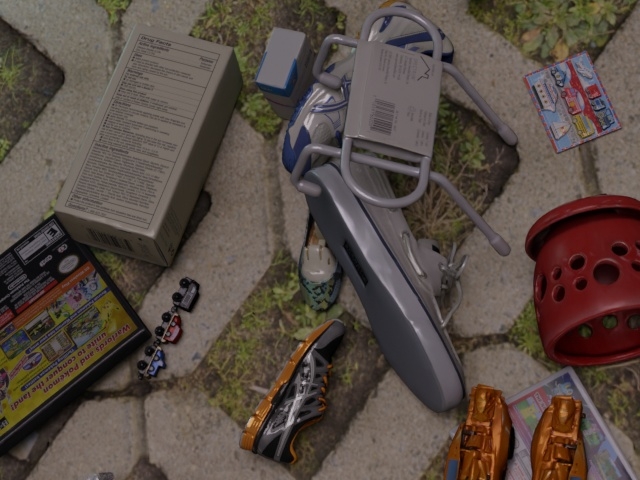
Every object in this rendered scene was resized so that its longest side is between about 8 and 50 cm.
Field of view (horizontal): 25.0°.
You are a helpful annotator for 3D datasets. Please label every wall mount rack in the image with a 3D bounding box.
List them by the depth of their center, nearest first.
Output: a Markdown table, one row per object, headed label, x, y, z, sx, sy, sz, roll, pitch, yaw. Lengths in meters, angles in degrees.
| label | x | y | z | sx | sy | sz | roll | pitch | yaw |
| --- | --- | --- | --- | --- | --- | --- | --- | --- | --- |
| wall mount rack | 0.128 | -0.133 | 1.877 | 0.304 | 0.130 | 0.350 | 15 | 52 | -6 |

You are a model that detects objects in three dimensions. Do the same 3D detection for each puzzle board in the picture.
| label | x | y | z | sx | sy | sz | roll | pitch | yaw |
| --- | --- | --- | --- | --- | --- | --- | --- | --- | --- |
| puzzle board | 0.349 | -0.194 | 2.003 | 0.096 | 0.011 | 0.128 | -21 | 68 | 4 |

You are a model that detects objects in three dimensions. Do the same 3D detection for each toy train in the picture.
| label | x | y | z | sx | sy | sz | roll | pitch | yaw |
| --- | --- | --- | --- | --- | --- | --- | --- | --- | --- |
| toy train | -0.210 | 0.126 | 2.006 | 0.036 | 0.027 | 0.158 | 25 | 77 | 7 |

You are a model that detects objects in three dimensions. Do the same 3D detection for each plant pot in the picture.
| label | x | y | z | sx | sy | sz | roll | pitch | yaw |
| --- | --- | --- | --- | --- | --- | --- | --- | --- | --- |
| plant pot | 0.360 | 0.047 | 1.828 | 0.191 | 0.191 | 0.174 | -12 | 63 | 8 |

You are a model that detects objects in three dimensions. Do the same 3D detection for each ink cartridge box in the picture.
| label | x | y | z | sx | sy | sz | roll | pitch | yaw |
| --- | --- | --- | --- | --- | --- | --- | --- | --- | --- |
| ink cartridge box | -0.042 | -0.232 | 2.040 | 0.052 | 0.122 | 0.088 | 14 | 75 | 20 |

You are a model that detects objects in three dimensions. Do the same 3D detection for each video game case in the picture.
| label | x | y | z | sx | sy | sz | roll | pitch | yaw |
| --- | --- | --- | --- | --- | --- | --- | --- | --- | --- |
| video game case | 0.291 | 0.289 | 1.846 | 0.183 | 0.023 | 0.201 | -29 | 67 | 2 |
| video game case | -0.411 | 0.128 | 2.030 | 0.275 | 0.035 | 0.248 | -38 | 62 | -3 |

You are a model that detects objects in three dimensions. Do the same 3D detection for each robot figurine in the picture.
| label | x | y | z | sx | sy | sz | roll | pitch | yaw |
| --- | --- | --- | --- | --- | --- | --- | --- | --- | --- |
| robot figurine | 0.233 | 0.330 | 1.779 | 0.211 | 0.085 | 0.291 | 5 | 69 | 17 |

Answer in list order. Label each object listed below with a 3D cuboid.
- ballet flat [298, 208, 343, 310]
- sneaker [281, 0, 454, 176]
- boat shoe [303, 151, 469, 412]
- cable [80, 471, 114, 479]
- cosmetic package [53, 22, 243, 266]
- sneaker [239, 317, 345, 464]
| label | x | y | z | sx | sy | sz | roll | pitch | yaw |
| --- | --- | --- | --- | --- | --- | --- | --- | --- | --- |
| ballet flat | 0.000 | 0.000 | 1.983 | 0.070 | 0.070 | 0.188 | 1 | 72 | 12 |
| sneaker | 0.068 | -0.197 | 2.012 | 0.131 | 0.112 | 0.296 | 36 | 85 | 15 |
| boat shoe | 0.126 | 0.041 | 1.912 | 0.156 | 0.136 | 0.367 | -24 | 74 | -21 |
| cable | -0.336 | 0.449 | 1.889 | 0.257 | 0.089 | 0.257 | -13 | 70 | 8 |
| cosmetic package | -0.238 | -0.136 | 2.035 | 0.160 | 0.113 | 0.309 | 17 | 69 | 13 |
| sneaker | -0.022 | 0.201 | 1.918 | 0.083 | 0.084 | 0.215 | 31 | 84 | 6 |
